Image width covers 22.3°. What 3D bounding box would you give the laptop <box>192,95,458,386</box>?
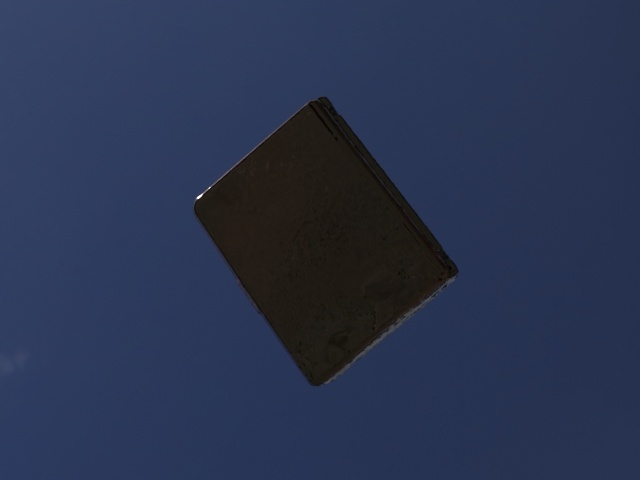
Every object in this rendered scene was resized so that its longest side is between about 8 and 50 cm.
[{"bbox_3d":[0.000,0.000,1.329,0.154,0.026,0.207,-41,-117,9],"label":"laptop"}]
